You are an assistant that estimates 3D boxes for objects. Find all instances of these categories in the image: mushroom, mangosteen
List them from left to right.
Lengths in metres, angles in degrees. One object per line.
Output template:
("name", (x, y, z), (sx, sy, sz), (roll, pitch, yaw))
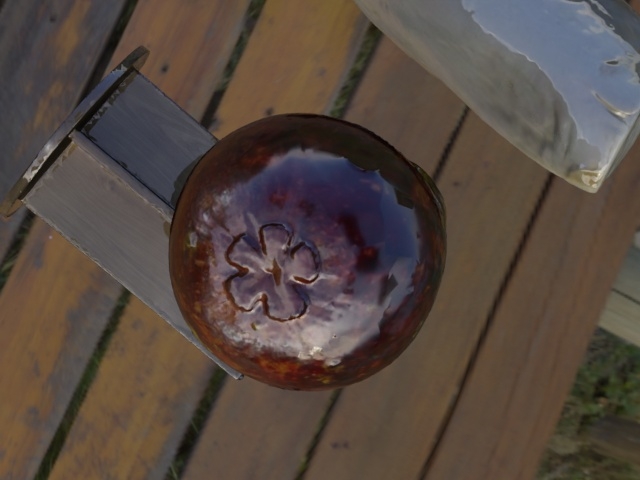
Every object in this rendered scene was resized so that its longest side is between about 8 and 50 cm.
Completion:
("mangosteen", (-0.003, -0.008, 0.714), (0.156, 0.181, 0.145), (2, 121, 19))
("mushroom", (0.115, -0.186, 0.984), (0.154, 0.137, 0.407), (-17, 54, -36))

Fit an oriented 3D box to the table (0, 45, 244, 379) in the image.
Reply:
("table", (-0.104, -0.013, 1.006), (0.227, 0.167, 0.167), (40, 83, -7))
